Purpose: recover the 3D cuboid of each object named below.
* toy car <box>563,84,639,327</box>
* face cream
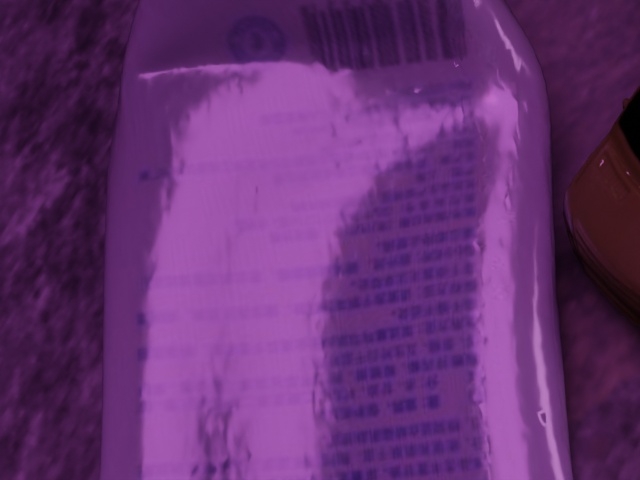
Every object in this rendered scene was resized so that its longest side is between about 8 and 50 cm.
[{"bbox_3d":[0.220,-0.069,0.756,0.257,0.124,0.101,-37,58,-5],"label":"toy car"},{"bbox_3d":[0.000,0.000,0.806,0.235,0.137,0.420,-6,70,14],"label":"face cream"}]
